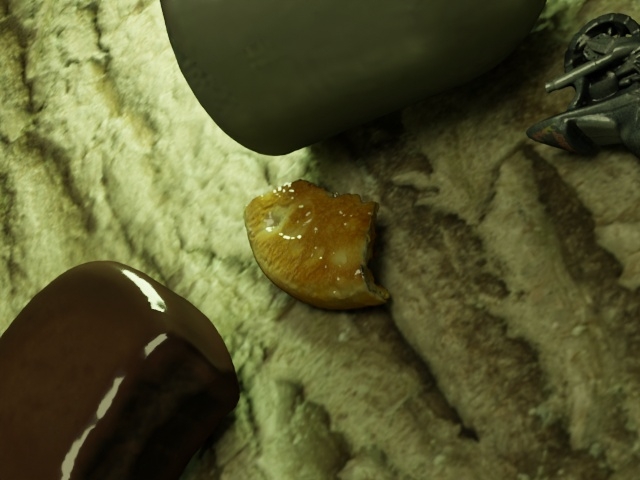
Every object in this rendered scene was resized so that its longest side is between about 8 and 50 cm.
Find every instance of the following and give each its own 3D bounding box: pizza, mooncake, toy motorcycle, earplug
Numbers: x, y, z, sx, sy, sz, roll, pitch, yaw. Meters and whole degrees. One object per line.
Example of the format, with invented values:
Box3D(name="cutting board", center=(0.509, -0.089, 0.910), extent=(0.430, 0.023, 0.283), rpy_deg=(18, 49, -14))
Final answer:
Box3D(name="pizza", center=(-0.005, 0.004, 1.378), extent=(0.271, 0.056, 0.134), rpy_deg=(17, 74, 48))
Box3D(name="mooncake", center=(-0.239, 0.188, 1.354), extent=(0.333, 0.174, 0.326), rpy_deg=(-11, 57, 31))
Box3D(name="toy motorcycle", center=(0.340, -0.132, 1.148), extent=(0.307, 0.108, 0.173), rpy_deg=(18, 78, 49))
Box3D(name="earplug", center=(0.055, -0.300, 1.362), extent=(0.394, 0.312, 0.313), rpy_deg=(-19, 49, 29))
